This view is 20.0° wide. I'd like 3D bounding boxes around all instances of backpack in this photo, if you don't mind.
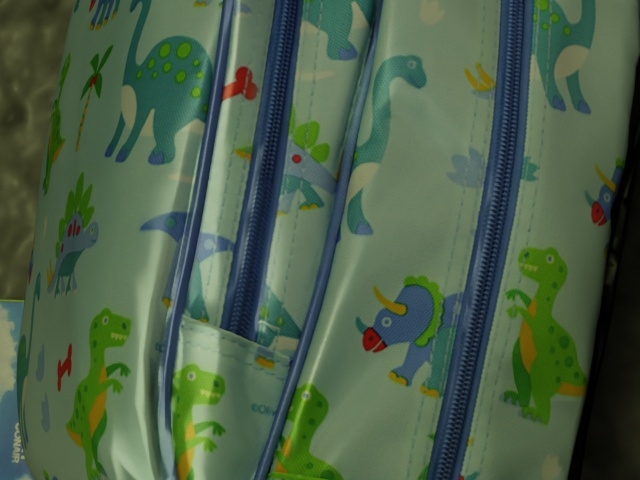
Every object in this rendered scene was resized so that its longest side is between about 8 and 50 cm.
[{"bbox_3d":[0.000,0.000,0.701,0.273,0.290,0.356,28,82,-11],"label":"backpack"}]

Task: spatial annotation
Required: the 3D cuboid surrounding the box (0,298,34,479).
[{"bbox_3d":[-0.184,0.083,0.907,0.178,0.042,0.109,1,83,28],"label":"box"}]
